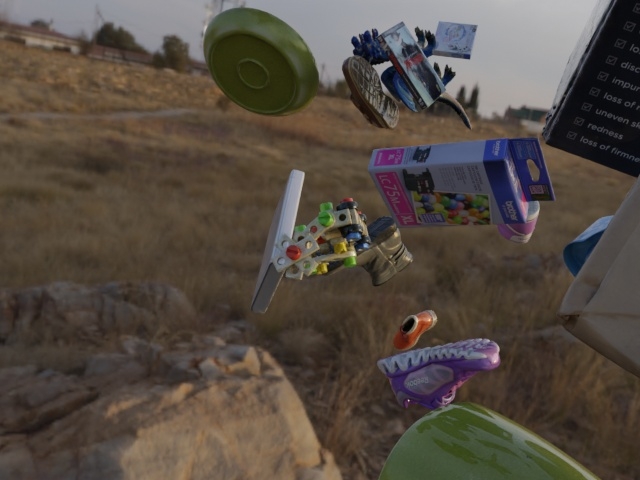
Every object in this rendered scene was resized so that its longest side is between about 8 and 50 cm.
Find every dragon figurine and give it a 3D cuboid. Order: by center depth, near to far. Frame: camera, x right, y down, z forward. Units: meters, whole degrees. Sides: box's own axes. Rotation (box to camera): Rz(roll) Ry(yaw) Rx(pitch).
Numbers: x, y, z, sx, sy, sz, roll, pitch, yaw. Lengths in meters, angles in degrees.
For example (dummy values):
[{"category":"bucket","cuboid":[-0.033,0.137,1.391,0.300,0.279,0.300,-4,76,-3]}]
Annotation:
[{"category":"dragon figurine","cuboid":[0.170,-0.301,1.414,0.289,0.144,0.085,53,-1,-33]}]

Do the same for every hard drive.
[{"category":"hard drive","cuboid":[-0.119,0.001,2.103,0.047,0.233,0.353,17,47,-9]}]

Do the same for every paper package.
[{"category":"paper package","cuboid":[0.398,-0.008,0.745,0.168,0.309,0.325,33,9,24]}]

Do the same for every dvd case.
[{"category":"dvd case","cuboid":[0.130,-0.248,1.058,0.013,0.119,0.087,-30,9,37]}]

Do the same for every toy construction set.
[{"category":"toy construction set","cuboid":[0.000,0.000,1.689,0.215,0.151,0.327,-14,-2,10]}]

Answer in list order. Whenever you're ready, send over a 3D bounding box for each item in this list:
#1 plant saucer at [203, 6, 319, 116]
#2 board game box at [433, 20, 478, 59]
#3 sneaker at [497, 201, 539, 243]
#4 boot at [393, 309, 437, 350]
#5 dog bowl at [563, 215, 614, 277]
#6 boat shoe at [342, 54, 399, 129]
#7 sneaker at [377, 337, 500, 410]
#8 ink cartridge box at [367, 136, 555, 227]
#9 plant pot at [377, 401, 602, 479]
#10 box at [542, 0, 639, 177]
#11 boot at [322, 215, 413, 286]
[{"category":"plant saucer","cuboid":[-0.120,-0.322,1.411,0.241,0.241,0.037,13,51,17]},{"category":"board game box","cuboid":[0.300,-0.449,1.679,0.090,0.090,0.020,11,-27,14]},{"category":"sneaker","cuboid":[0.452,-0.109,1.925,0.102,0.161,0.282,-21,53,-6]},{"category":"boot","cuboid":[0.226,0.239,1.963,0.084,0.158,0.059,-6,54,-43]},{"category":"dog bowl","cuboid":[0.504,0.027,1.135,0.166,0.074,0.297,44,-18,-11]},{"category":"boat shoe","cuboid":[0.080,-0.263,1.360,0.060,0.064,0.178,5,-28,36]},{"category":"sneaker","cuboid":[0.201,0.225,1.236,0.095,0.104,0.236,-5,-11,-43]},{"category":"ink cartridge box","cuboid":[0.263,-0.102,1.397,0.311,0.065,0.186,-4,-38,26]},{"category":"plant pot","cuboid":[0.256,0.360,0.896,0.274,0.275,0.293,5,-1,-31]},{"category":"box","cuboid":[0.665,-0.313,1.120,0.480,0.472,0.297,23,51,8]},{"category":"boot","cuboid":[0.120,0.061,1.915,0.246,0.161,0.083,-31,32,-9]}]
